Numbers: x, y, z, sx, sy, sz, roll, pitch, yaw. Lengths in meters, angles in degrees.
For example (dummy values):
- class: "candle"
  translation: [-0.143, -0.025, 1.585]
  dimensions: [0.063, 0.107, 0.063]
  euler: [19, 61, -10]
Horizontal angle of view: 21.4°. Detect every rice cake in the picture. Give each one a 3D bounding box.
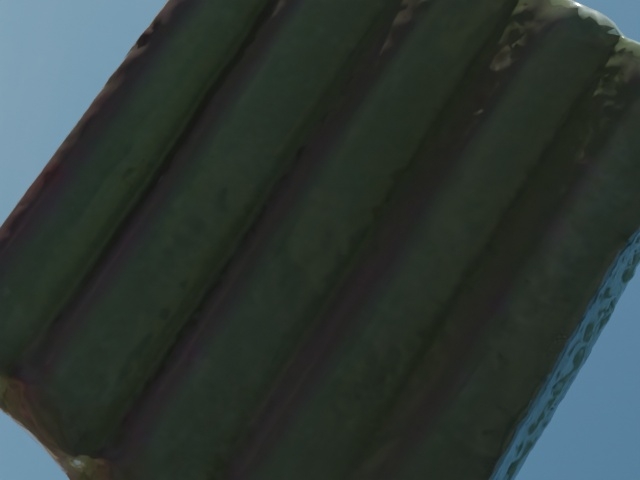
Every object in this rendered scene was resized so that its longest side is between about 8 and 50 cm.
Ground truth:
- class: "rice cake"
  translation: [0.000, 0.000, 0.485]
  dimensions: [0.189, 0.037, 0.198]
  euler: [37, -97, 20]
